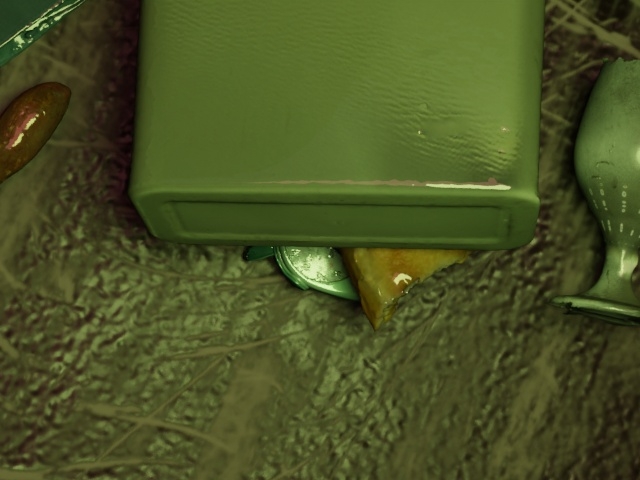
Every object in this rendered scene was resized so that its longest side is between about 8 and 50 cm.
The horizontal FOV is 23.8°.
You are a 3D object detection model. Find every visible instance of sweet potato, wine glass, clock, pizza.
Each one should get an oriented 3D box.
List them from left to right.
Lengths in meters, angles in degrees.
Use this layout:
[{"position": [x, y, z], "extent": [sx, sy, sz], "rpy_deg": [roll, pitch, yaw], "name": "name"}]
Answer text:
[{"position": [-0.296, -0.056, 1.369], "extent": [0.050, 0.050, 0.214], "rpy_deg": [33, 86, -5], "name": "sweet potato"}, {"position": [0.000, 0.000, 1.409], "extent": [0.135, 0.041, 0.101], "rpy_deg": [11, 83, -7], "name": "clock"}, {"position": [0.098, -0.090, 1.389], "extent": [0.182, 0.074, 0.365], "rpy_deg": [7, 71, -9], "name": "pizza"}, {"position": [0.290, -0.043, 1.416], "extent": [0.126, 0.126, 0.241], "rpy_deg": [11, 86, -8], "name": "wine glass"}]

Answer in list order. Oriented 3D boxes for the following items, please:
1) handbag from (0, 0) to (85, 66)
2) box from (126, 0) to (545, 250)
[{"position": [-0.284, -0.278, 1.382], "extent": [0.229, 0.062, 0.179], "rpy_deg": [-40, 89, -9], "name": "handbag"}, {"position": [0.021, -0.176, 1.292], "extent": [0.352, 0.177, 0.344], "rpy_deg": [1, 73, 4], "name": "box"}]
